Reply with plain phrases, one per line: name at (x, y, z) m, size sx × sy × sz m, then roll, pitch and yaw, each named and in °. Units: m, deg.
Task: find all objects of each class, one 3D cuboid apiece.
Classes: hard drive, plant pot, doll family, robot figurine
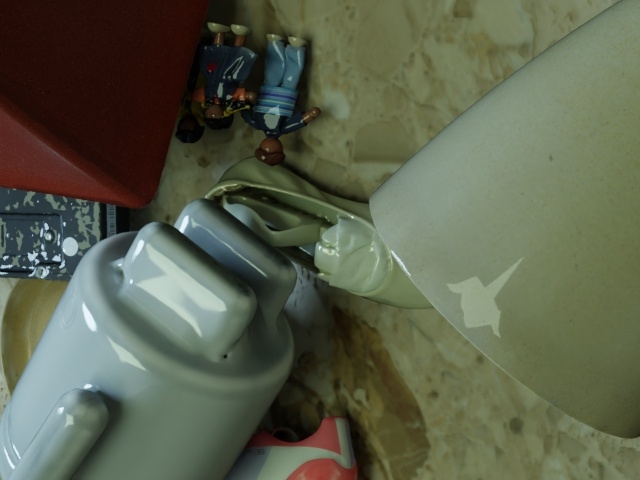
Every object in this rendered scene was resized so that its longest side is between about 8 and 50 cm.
hard drive at (-0.342, -0.083, 1.526) m, size 0.338 × 0.064 × 0.237 m, roll 0°, pitch 94°, yaw 24°
plant pot at (0.217, -0.051, 1.085) m, size 0.256 × 0.256 × 0.274 m, roll 46°, pitch 108°, yaw 20°
doll family at (-0.088, -0.130, 1.383) m, size 0.193 × 0.076 × 0.111 m, roll 10°, pitch 88°, yaw 41°
plant pot at (-0.274, -0.201, 1.314) m, size 0.267 × 0.235 × 0.267 m, roll 9°, pitch 78°, yaw 29°
plant pot at (-0.232, 0.128, 1.589) m, size 0.236 × 0.032 × 0.236 m, roll 11°, pitch 108°, yaw 36°
robot figurine at (-0.154, 0.134, 1.362) m, size 0.200 × 0.300 × 0.353 m, roll 39°, pitch 119°, yaw 15°

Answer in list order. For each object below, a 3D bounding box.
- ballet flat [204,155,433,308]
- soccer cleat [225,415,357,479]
ballet flat at (0.000, 0.000, 1.345) m, size 0.248 × 0.086 × 0.086 m, roll 24°, pitch 115°, yaw 31°
soccer cleat at (-0.064, 0.218, 1.461) m, size 0.248 × 0.083 × 0.095 m, roll -12°, pitch 68°, yaw 42°
